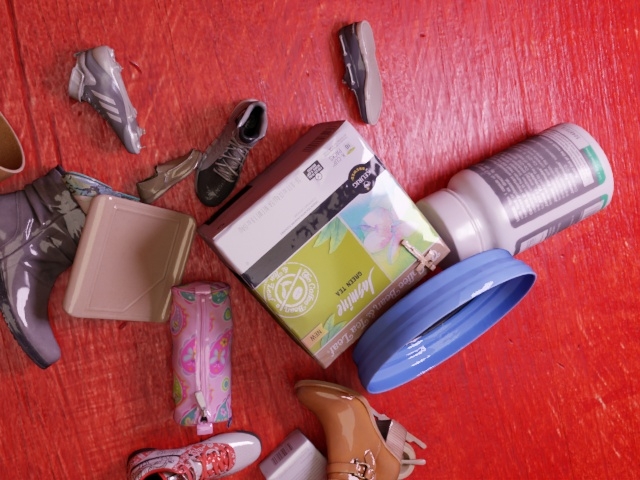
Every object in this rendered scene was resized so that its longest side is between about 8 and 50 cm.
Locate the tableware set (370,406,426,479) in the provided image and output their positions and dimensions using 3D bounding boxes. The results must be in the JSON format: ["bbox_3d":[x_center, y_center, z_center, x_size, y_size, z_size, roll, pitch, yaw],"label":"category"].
[{"bbox_3d":[0.126,0.442,1.673,0.194,0.039,0.128,38,85,-15],"label":"tableware set"}]

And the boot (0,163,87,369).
[{"bbox_3d":[-0.484,0.049,1.437,0.223,0.118,0.338,-24,106,-17],"label":"boot"}]

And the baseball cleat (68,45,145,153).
[{"bbox_3d":[-0.398,-0.251,1.460,0.110,0.072,0.205,-15,95,1],"label":"baseball cleat"}]

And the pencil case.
[{"bbox_3d":[-0.227,0.219,1.515,0.124,0.124,0.284,0,95,-15],"label":"pencil case"}]

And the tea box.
[{"bbox_3d":[0.000,0.000,1.502,0.329,0.220,0.323,-43,106,-8],"label":"tea box"}]

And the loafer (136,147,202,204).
[{"bbox_3d":[-0.288,-0.128,1.498,0.148,0.056,0.050,-42,110,-8],"label":"loafer"}]

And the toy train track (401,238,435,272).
[{"bbox_3d":[0.180,0.027,1.437,0.083,0.014,0.048,41,83,-17],"label":"toy train track"}]

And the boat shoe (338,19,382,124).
[{"bbox_3d":[0.078,-0.333,1.587,0.065,0.075,0.206,-1,105,28],"label":"boat shoe"}]

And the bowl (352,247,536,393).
[{"bbox_3d":[0.231,0.153,1.518,0.391,0.391,0.077,-30,69,-11],"label":"bowl"}]

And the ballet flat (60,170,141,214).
[{"bbox_3d":[-0.391,-0.068,1.422,0.188,0.070,0.070,25,88,-56],"label":"ballet flat"}]

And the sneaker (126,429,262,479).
[{"bbox_3d":[-0.234,0.441,1.521,0.270,0.145,0.090,-5,97,-15],"label":"sneaker"}]

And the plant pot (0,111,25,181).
[{"bbox_3d":[-0.677,-0.139,1.320,0.254,0.237,0.237,-35,103,4],"label":"plant pot"}]

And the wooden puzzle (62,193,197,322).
[{"bbox_3d":[-0.350,0.039,1.459,0.239,0.044,0.220,15,92,-52],"label":"wooden puzzle"}]

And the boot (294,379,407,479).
[{"bbox_3d":[0.037,0.420,1.555,0.283,0.109,0.220,39,56,-24],"label":"boot"}]

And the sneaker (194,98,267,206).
[{"bbox_3d":[-0.166,-0.169,1.487,0.086,0.132,0.228,25,88,-16],"label":"sneaker"}]

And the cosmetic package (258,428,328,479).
[{"bbox_3d":[-0.006,0.511,1.622,0.117,0.085,0.231,-42,106,-8],"label":"cosmetic package"}]

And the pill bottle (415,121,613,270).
[{"bbox_3d":[0.388,-0.080,1.608,0.361,0.204,0.204,-26,101,-12],"label":"pill bottle"}]
